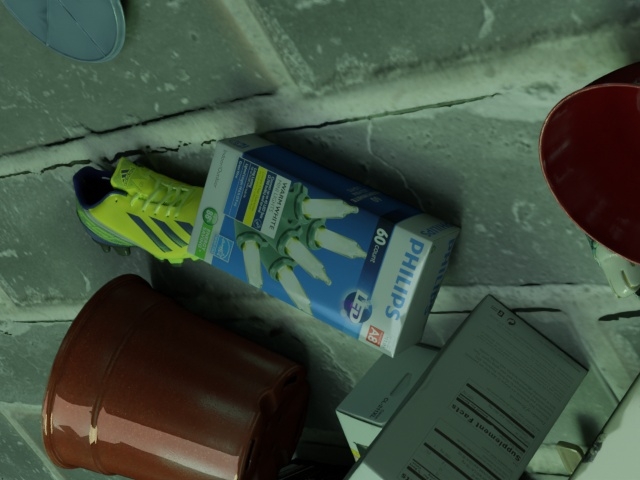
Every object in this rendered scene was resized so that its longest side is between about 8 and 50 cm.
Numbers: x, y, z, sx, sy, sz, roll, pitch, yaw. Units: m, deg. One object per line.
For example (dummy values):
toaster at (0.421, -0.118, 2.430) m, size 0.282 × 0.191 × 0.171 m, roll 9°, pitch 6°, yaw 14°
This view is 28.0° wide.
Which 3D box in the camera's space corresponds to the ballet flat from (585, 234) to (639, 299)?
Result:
ballet flat at (0.294, 0.040, 1.128) m, size 0.188 × 0.070 × 0.070 m, roll 40°, pitch 148°, yaw 2°

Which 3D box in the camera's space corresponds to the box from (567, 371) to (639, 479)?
box at (0.285, 0.226, 1.197) m, size 0.094 × 0.113 × 0.275 m, roll 34°, pitch 112°, yaw 14°

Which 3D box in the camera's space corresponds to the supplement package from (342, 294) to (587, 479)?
supplement package at (0.139, 0.203, 1.314) m, size 0.134 × 0.244 × 0.139 m, roll 38°, pitch 148°, yaw 6°

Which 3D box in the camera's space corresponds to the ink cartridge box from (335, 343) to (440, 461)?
ink cartridge box at (0.101, 0.220, 1.484) m, size 0.072 × 0.127 × 0.175 m, roll 15°, pitch 139°, yaw 39°

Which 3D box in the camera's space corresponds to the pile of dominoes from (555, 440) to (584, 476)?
pile of dominoes at (0.375, 0.289, 1.388) m, size 0.196 × 0.040 × 0.251 m, roll 10°, pitch 145°, yaw 38°

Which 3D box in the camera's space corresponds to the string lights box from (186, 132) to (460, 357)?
string lights box at (0.000, 0.000, 1.327) m, size 0.259 × 0.076 × 0.133 m, roll 26°, pitch 111°, yaw 23°

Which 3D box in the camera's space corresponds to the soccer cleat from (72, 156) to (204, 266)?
soccer cleat at (-0.195, -0.042, 1.517) m, size 0.289 × 0.093 × 0.121 m, roll 2°, pitch 124°, yaw 44°

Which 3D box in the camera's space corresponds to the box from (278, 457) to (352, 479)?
box at (-0.055, 0.377, 1.661) m, size 0.257 × 0.322 × 0.079 m, roll -4°, pitch 99°, yaw 47°

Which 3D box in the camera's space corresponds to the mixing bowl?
mixing bowl at (0.271, -0.073, 0.985) m, size 0.181 × 0.098 × 0.181 m, roll 28°, pitch 146°, yaw 21°

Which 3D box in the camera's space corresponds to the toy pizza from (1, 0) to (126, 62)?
toy pizza at (-0.284, -0.279, 1.382) m, size 0.201 × 0.032 × 0.201 m, roll 27°, pitch 146°, yaw 20°

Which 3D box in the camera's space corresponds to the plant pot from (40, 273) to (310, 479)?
plant pot at (-0.172, 0.211, 1.662) m, size 0.265 × 0.272 × 0.272 m, roll 18°, pitch 142°, yaw 18°

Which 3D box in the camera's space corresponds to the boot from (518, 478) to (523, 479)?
boot at (0.239, 0.289, 1.506) m, size 0.114 × 0.037 × 0.106 m, roll 47°, pitch 160°, yaw -4°
